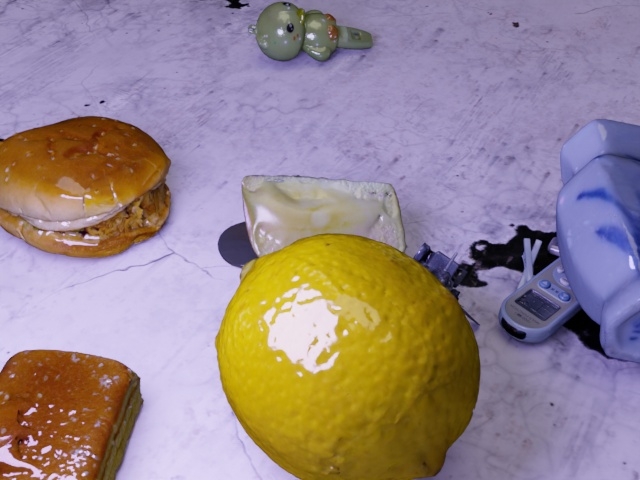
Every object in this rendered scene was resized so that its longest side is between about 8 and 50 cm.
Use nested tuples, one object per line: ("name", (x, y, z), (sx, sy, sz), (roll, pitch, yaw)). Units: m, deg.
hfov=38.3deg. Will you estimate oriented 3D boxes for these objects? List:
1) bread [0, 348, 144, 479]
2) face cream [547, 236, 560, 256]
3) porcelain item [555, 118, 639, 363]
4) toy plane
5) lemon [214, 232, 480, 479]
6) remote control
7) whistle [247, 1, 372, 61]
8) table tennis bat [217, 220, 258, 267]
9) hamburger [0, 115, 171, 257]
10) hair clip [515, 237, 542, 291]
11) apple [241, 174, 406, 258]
("bread", (-0.344, 0.248, 1.170), (0.184, 0.110, 0.234), (4, 37, 3))
("face cream", (0.428, 0.019, 1.554), (0.083, 0.021, 0.040), (20, 42, 24))
("porcelain item", (0.482, -0.003, 1.402), (0.243, 0.178, 0.405), (12, 44, -6))
("toy plane", (0.165, 0.050, 1.320), (0.212, 0.267, 0.088), (33, 80, 3))
("lemon", (0.035, 0.150, 1.156), (0.336, 0.336, 0.336), (1, 38, -1))
("remote control", (0.369, 0.087, 1.446), (0.244, 0.047, 0.087), (-30, 55, -35))
("whistle", (-0.020, -0.480, 2.096), (0.294, 0.141, 0.141), (-6, 38, -10))
("table tennis bat", (-0.059, -0.003, 1.577), (0.235, 0.022, 0.131), (-10, 38, -10))
("hamburger", (-0.415, -0.106, 1.581), (0.314, 0.170, 0.290), (23, 37, 28))
("hair clip", (0.341, 0.051, 1.512), (0.030, 0.039, 0.115), (8, 49, 14))
("apple", (0.000, 0.000, 1.490), (0.265, 0.120, 0.193), (2, 70, -12))
